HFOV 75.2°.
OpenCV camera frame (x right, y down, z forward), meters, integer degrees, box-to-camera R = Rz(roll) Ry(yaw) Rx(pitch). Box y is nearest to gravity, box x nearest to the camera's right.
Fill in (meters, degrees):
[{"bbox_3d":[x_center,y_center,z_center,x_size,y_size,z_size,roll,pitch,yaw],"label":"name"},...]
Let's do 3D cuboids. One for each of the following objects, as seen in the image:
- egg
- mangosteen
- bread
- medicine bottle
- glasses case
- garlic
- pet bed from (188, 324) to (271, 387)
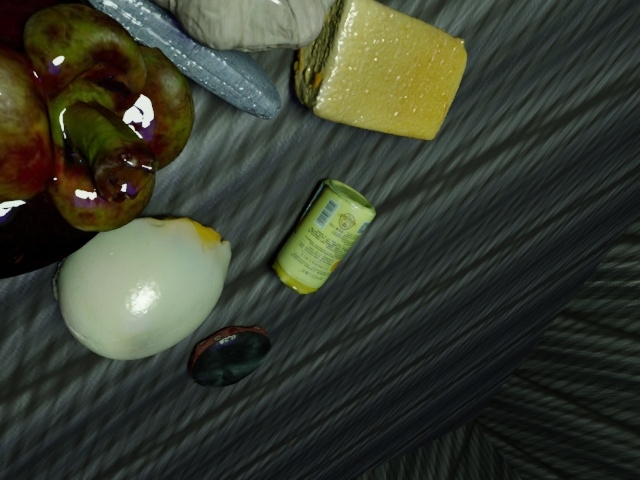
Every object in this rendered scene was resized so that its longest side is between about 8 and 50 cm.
[{"bbox_3d":[-0.275,0.100,0.701,0.287,0.174,0.264,-8,135,-34],"label":"egg"},{"bbox_3d":[-0.285,-0.107,0.378,0.348,0.306,0.306,5,138,15],"label":"mangosteen"},{"bbox_3d":[0.099,-0.277,0.674,0.275,0.114,0.184,-1,124,-36],"label":"bread"},{"bbox_3d":[0.000,0.000,0.848,0.124,0.124,0.238,18,116,-43],"label":"medicine bottle"},{"bbox_3d":[-0.159,-0.245,0.517,0.067,0.109,0.283,-41,140,21],"label":"glasses case"},{"bbox_3d":[-0.069,-0.283,0.366,0.219,0.212,0.218,-1,98,-6],"label":"garlic"},{"bbox_3d":[-0.216,0.279,0.994,0.202,0.053,0.201,-20,135,-21],"label":"pet bed"}]
